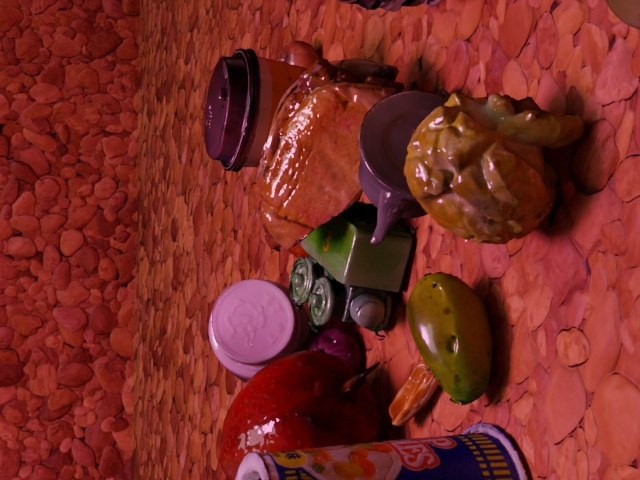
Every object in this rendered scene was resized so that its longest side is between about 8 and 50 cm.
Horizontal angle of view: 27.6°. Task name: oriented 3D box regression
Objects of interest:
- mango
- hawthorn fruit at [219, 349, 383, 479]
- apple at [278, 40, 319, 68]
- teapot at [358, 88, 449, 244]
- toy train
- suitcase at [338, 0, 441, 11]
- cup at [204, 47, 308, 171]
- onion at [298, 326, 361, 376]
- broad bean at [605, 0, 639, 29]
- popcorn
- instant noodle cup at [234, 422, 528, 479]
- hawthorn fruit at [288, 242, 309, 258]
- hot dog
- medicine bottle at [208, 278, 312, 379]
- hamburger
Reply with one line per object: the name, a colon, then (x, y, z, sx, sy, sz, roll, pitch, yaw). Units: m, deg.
mango: (0.169, 0.122, 1.654, 0.119, 0.100, 0.178, 56, -165, -59)
hawthorn fruit: (-0.001, 0.279, 1.942, 0.300, 0.254, 0.254, -43, 37, 23)
apple: (-0.038, -0.330, 2.418, 0.084, 0.071, 0.084, -17, 71, 61)
teapot: (0.125, -0.106, 1.791, 0.149, 0.162, 0.239, 107, -174, -64)
toy train: (0.043, 0.036, 1.999, 0.243, 0.132, 0.188, -140, 62, -65)
suitcase: (0.122, -0.481, 1.806, 0.351, 0.194, 0.339, 123, 141, -56)
cup: (-0.041, -0.195, 2.064, 0.196, 0.280, 0.196, -175, 90, -70)
onion: (0.017, 0.198, 2.093, 0.115, 0.104, 0.115, -16, 59, 29)
broad bean: (0.318, -0.343, 1.299, 0.189, 0.121, 0.263, -154, 68, -74)
popcorn: (0.206, -0.092, 1.515, 0.212, 0.198, 0.198, -47, 34, 20)
instant noodle cup: (0.061, 0.357, 1.571, 0.284, 0.312, 0.284, -176, 90, -72)
hawthorn fruit: (-0.001, -0.016, 2.166, 0.140, 0.125, 0.125, 36, 125, 30)
hot dog: (0.136, 0.214, 1.821, 0.133, 0.041, 0.056, -59, 31, 38)
medicine bottle: (-0.101, 0.155, 2.194, 0.293, 0.170, 0.170, 77, -166, -80)
hamburger: (0.008, -0.138, 1.912, 0.155, 0.282, 0.245, -71, -41, -74)
